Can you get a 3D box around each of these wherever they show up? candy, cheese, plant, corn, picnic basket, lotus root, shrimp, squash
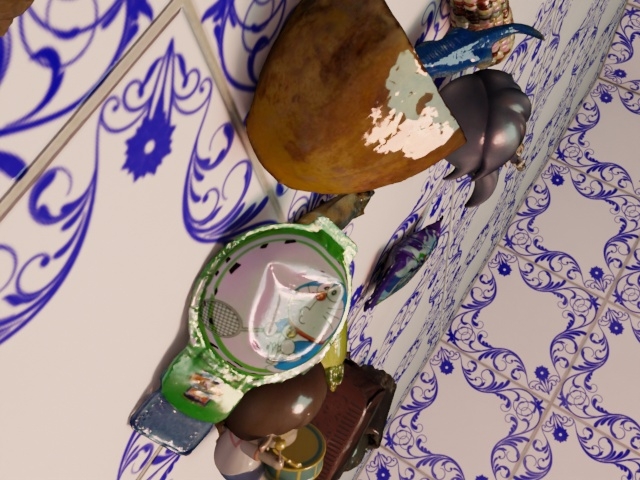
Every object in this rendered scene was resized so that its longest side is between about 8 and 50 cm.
[{"bbox_3d":[0.176,0.045,1.452,0.275,0.070,0.145,-39,160,-52],"label":"candy"},{"bbox_3d":[-0.080,0.109,0.793,0.320,0.083,0.204,-50,123,-3],"label":"cheese"},{"bbox_3d":[0.089,0.427,1.661,0.256,0.141,0.164,-58,163,-21],"label":"plant"},{"bbox_3d":[0.230,-0.338,1.013,0.092,0.092,0.280,-60,158,-1],"label":"corn"},{"bbox_3d":[0.018,0.386,1.434,0.297,0.129,0.222,-63,163,9],"label":"picnic basket"},{"bbox_3d":[0.014,-0.140,0.670,0.180,0.199,0.188,-34,125,13],"label":"lotus root"},{"bbox_3d":[0.000,0.000,0.964,0.217,0.051,0.150,-39,156,-32],"label":"shrimp"},{"bbox_3d":[0.008,0.155,1.163,0.090,0.075,0.200,-62,152,-71],"label":"squash"}]

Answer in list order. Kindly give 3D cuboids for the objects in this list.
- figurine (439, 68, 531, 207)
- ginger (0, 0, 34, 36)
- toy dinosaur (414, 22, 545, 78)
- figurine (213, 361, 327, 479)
[{"bbox_3d":[0.275,-0.180,1.182,0.197,0.175,0.265,-23,152,-2],"label":"figurine"},{"bbox_3d":[-0.132,-0.157,0.329,0.290,0.084,0.122,-39,145,-48],"label":"ginger"},{"bbox_3d":[0.177,-0.245,0.913,0.188,0.247,0.075,-52,125,-77],"label":"toy dinosaur"},{"bbox_3d":[-0.061,0.217,0.933,0.158,0.161,0.276,-3,127,-16],"label":"figurine"}]
